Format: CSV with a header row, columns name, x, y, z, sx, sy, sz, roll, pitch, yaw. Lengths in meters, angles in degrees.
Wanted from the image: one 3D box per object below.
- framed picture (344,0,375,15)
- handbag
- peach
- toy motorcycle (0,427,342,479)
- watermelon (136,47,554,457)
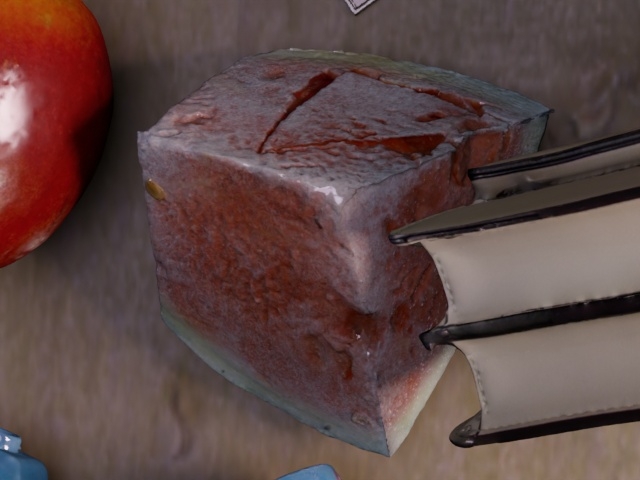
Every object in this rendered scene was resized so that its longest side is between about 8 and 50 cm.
name,x,y,z,sx,sy,sz,roll,pitch,yaw
framed picture,0.026,-0.212,1.314,0.066,0.007,0.089,-36,82,9
handbag,0.248,-0.005,1.066,0.358,0.237,0.160,-12,96,43
peach,-0.254,-0.088,1.254,0.199,0.243,0.243,16,92,42
toy motorcycle,-0.132,0.220,1.269,0.416,0.172,0.232,21,87,21
watermelon,0.000,0.000,1.216,0.213,0.201,0.261,20,97,20
